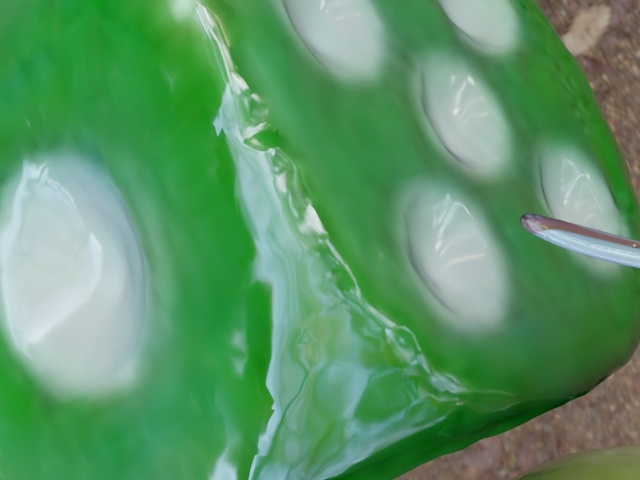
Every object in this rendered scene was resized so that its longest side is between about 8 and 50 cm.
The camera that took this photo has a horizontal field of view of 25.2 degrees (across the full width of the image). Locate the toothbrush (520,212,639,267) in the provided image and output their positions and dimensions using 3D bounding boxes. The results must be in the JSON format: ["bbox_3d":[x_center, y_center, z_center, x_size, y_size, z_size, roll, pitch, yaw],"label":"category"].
[{"bbox_3d":[0.168,0.020,0.552,0.193,0.013,0.019,18,135,21],"label":"toothbrush"}]

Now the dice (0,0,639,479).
[{"bbox_3d":[-0.027,-0.004,0.763,0.297,0.300,0.287,-29,81,40],"label":"dice"}]

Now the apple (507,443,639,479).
[{"bbox_3d":[0.214,0.343,0.771,0.474,0.473,0.473,-1,115,-1],"label":"apple"}]
